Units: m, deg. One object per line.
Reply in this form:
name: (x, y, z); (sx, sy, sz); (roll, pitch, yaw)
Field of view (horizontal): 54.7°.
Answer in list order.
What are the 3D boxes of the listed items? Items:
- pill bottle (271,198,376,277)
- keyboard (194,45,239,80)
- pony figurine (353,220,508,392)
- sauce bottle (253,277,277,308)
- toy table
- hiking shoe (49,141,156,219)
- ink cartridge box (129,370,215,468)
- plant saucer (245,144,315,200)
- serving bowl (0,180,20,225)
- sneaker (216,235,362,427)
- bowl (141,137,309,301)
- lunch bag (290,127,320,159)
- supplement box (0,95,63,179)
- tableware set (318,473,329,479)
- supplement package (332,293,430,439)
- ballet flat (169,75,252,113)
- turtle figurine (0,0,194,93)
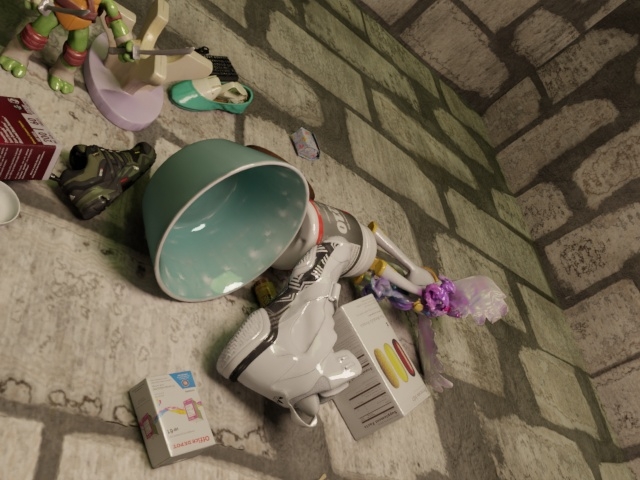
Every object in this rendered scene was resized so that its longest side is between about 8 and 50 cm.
pill bottle: (0.000, 0.000, 1.381); (0.283, 0.161, 0.161); (14, 47, -55)
keyboard: (-0.289, -0.463, 1.610); (0.108, 0.023, 0.180); (56, 30, 6)
pony figurine: (0.265, 0.141, 1.539); (0.363, 0.303, 0.351); (29, 25, -18)
sauce bottle: (-0.096, 0.138, 1.236); (0.042, 0.042, 0.128); (7, 51, -51)
toy table: (-0.370, -0.374, 1.274); (0.252, 0.160, 0.274); (14, 49, -47)
hiking shoe: (-0.376, -0.137, 1.093); (0.114, 0.086, 0.227); (48, 31, -15)
ink cartridge box: (-0.221, 0.265, 0.926); (0.088, 0.052, 0.123); (3, 57, -53)
plant saucer: (-0.104, -0.139, 1.416); (0.198, 0.198, 0.036); (41, 73, -19)
serving bowl: (-0.489, -0.053, 0.910); (0.083, 0.027, 0.083); (34, 36, -28)
sneaker: (-0.004, 0.161, 1.136); (0.210, 0.137, 0.366); (39, 54, 6)
bowl: (-0.190, -0.057, 1.105); (0.311, 0.312, 0.163); (3, 36, -52)
lunch bag: (-0.034, -0.268, 1.729); (0.083, 0.053, 0.071); (21, 44, -56)
supplement box: (-0.521, -0.155, 0.900); (0.130, 0.073, 0.239); (47, 28, 20)
tableware set: (-0.010, 0.471, 1.035); (0.104, 0.024, 0.154); (60, 30, 5)
supplement package: (0.091, 0.256, 1.279); (0.139, 0.133, 0.244); (-13, 70, -57)
ballet flat: (-0.252, -0.358, 1.487); (0.247, 0.087, 0.083); (-10, 67, -56)
turtle figurine: (-0.424, -0.352, 1.069); (0.275, 0.266, 0.198); (53, 31, 1)
